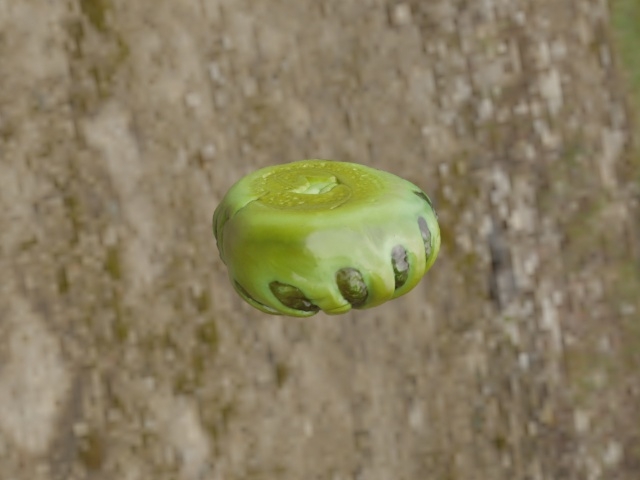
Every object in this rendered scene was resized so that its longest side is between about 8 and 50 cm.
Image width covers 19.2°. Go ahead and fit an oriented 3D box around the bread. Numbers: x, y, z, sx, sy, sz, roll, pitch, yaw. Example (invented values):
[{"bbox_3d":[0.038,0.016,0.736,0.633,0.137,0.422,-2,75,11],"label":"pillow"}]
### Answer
[{"bbox_3d":[0.000,0.000,1.073,0.139,0.130,0.071,28,-51,55],"label":"bread"}]
